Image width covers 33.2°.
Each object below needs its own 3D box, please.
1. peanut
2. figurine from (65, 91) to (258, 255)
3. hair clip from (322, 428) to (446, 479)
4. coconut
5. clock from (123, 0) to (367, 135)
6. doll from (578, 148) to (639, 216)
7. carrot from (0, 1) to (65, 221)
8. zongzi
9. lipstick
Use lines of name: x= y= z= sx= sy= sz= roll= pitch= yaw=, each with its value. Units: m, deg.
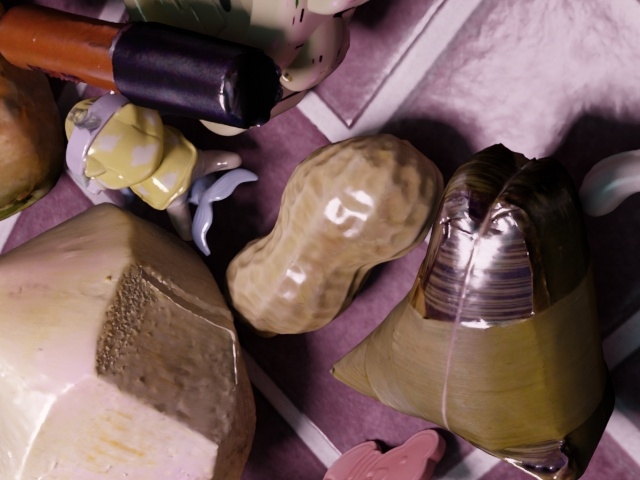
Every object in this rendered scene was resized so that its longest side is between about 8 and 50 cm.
peanut: x=0.000 y=0.000 z=1.038 sx=0.298 sy=0.120 sz=0.136 roll=-47 pitch=56 yaw=39
figurine: x=-0.168 y=-0.081 z=1.087 sx=0.208 sy=0.184 sz=0.128 roll=34 pitch=96 yaw=20
hair clip: x=0.059 y=0.249 z=1.104 sx=0.138 sy=0.123 sz=0.102 roll=18 pitch=138 yaw=25
coconut: x=-0.237 y=0.134 z=1.117 sx=0.352 sy=0.352 sz=0.352 roll=14 pitch=116 yaw=31
clock: x=-0.074 y=-0.260 z=0.942 sx=0.309 sy=0.114 sz=0.284 roll=-29 pitch=89 yaw=57
doll: x=0.339 y=-0.044 z=0.778 sx=0.252 sy=0.111 sz=0.237 roll=35 pitch=136 yaw=14
carrot: x=-0.434 y=-0.180 z=1.206 sx=0.224 sy=0.224 sz=0.340 roll=-26 pitch=93 yaw=39
zongzi: x=0.093 y=0.049 z=0.953 sx=0.317 sy=0.154 sz=0.289 roll=8 pitch=124 yaw=38
lipstick: x=-0.188 y=-0.170 z=0.990 sx=0.418 sy=0.077 sz=0.077 roll=20 pitch=120 yaw=45
